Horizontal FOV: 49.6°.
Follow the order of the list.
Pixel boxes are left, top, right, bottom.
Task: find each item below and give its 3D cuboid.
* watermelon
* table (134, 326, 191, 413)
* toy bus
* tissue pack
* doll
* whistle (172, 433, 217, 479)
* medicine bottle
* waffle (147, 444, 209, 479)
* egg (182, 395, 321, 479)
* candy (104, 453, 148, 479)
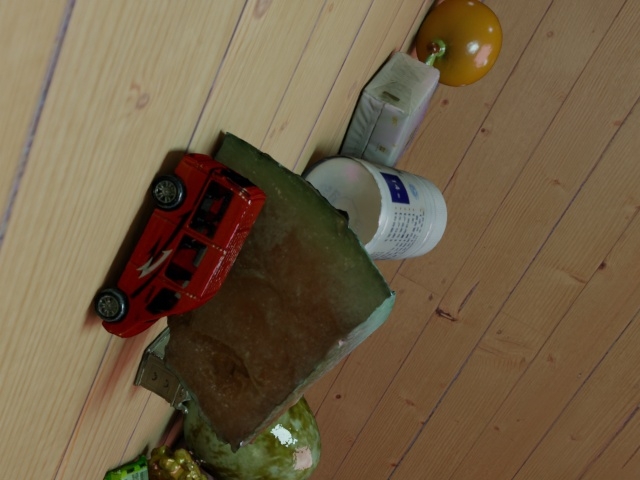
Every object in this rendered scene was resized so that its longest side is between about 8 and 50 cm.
[{"bbox_3d":[-0.062,0.046,0.806,0.302,0.264,0.151,-52,163,20],"label":"watermelon"},{"bbox_3d":[-0.196,0.178,0.947,0.079,0.083,0.062,-64,174,35],"label":"table"},{"bbox_3d":[-0.135,0.016,0.672,0.195,0.089,0.081,-61,173,8],"label":"toy bus"},{"bbox_3d":[0.146,-0.260,1.496,0.185,0.124,0.225,-52,169,-37],"label":"tissue pack"},{"bbox_3d":[0.315,-0.464,1.650,0.236,0.213,0.213,-34,156,-45],"label":"doll"},{"bbox_3d":[-0.204,0.485,1.526,0.348,0.189,0.189,-13,-152,37],"label":"whistle"},{"bbox_3d":[0.109,-0.055,1.364,0.332,0.190,0.190,3,119,-59],"label":"medicine bottle"},{"bbox_3d":[-0.206,0.487,1.304,0.069,0.293,0.260,-56,-176,-36],"label":"waffle"},{"bbox_3d":[-0.131,0.369,1.373,0.238,0.289,0.238,-62,175,-10],"label":"egg"},{"bbox_3d":[-0.316,0.417,1.147,0.178,0.032,0.102,71,17,-80],"label":"candy"}]
